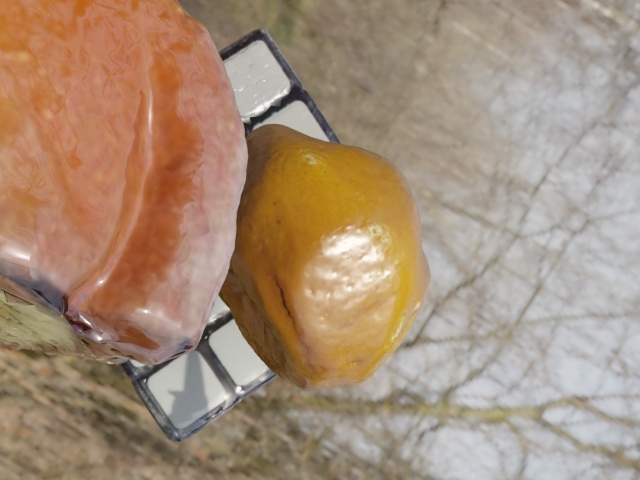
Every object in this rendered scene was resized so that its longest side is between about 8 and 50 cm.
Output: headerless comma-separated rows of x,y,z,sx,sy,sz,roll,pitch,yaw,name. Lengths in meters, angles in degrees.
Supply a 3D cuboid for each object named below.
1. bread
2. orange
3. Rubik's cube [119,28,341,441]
-0.145,-0.046,0.475,0.244,0.190,0.123,-5,-127,54,bread
0.000,0.000,1.208,0.183,0.249,0.249,-30,175,-15,orange
-0.131,0.003,1.631,0.343,0.337,0.344,-34,180,-10,Rubik's cube
